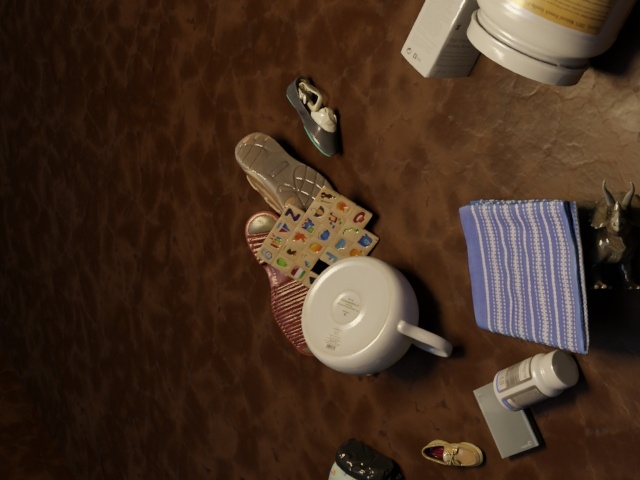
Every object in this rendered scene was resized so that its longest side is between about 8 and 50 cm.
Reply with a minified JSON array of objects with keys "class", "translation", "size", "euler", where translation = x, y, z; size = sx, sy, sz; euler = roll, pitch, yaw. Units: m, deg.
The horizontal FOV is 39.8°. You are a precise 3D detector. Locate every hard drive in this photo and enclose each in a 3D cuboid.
[{"class":"hard drive","translation":[0.343,0.323,1.623],"size":[0.094,0.022,0.135],"euler":[-38,68,46]}]

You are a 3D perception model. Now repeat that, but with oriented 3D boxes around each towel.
[{"class":"towel","translation":[0.332,0.051,1.482],"size":[0.336,0.040,0.243],"euler":[-175,78,-72]}]

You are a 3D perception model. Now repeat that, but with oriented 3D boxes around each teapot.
[{"class":"teapot","translation":[0.103,0.162,1.760],"size":[0.252,0.187,0.256],"euler":[-33,51,19]}]

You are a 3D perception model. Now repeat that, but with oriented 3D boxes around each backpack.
[{"class":"backpack","translation":[0.082,0.539,1.901],"size":[0.152,0.115,0.182],"euler":[26,119,41]}]

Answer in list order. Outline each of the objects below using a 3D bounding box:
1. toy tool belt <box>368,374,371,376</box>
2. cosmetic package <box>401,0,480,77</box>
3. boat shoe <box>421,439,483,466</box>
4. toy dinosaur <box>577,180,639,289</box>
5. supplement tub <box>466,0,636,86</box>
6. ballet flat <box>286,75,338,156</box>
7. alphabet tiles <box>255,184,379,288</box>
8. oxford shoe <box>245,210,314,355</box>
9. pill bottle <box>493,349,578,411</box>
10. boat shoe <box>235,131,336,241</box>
[{"class":"toy tool belt","translation":[0.099,0.243,1.873],"size":[0.051,0.052,0.083],"euler":[-43,65,54]},{"class":"cosmetic package","translation":[0.246,-0.399,1.528],"size":[0.085,0.117,0.231],"euler":[51,133,29]},{"class":"boat shoe","translation":[0.256,0.420,1.726],"size":[0.135,0.045,0.050],"euler":[-10,90,50]},{"class":"toy dinosaur","translation":[0.431,-0.001,1.407],"size":[0.313,0.121,0.160],"euler":[173,98,-76]},{"class":"supplement tub","translation":[0.366,-0.410,1.296],"size":[0.228,0.228,0.316],"euler":[47,129,33]},{"class":"ballet flat","translation":[-0.010,-0.273,1.890],"size":[0.074,0.074,0.203],"euler":[-54,55,40]},{"class":"alphabet tiles","translation":[0.000,0.000,1.865],"size":[0.198,0.009,0.237],"euler":[31,122,-6]},{"class":"oxford shoe","translation":[-0.057,0.089,2.005],"size":[0.123,0.130,0.348],"euler":[-18,96,10]},{"class":"pill bottle","translation":[0.373,0.241,1.530],"size":[0.137,0.078,0.078],"euler":[-36,70,47]},{"class":"boat shoe","translation":[-0.061,-0.106,1.963],"size":[0.324,0.123,0.116],"euler":[48,164,21]}]
